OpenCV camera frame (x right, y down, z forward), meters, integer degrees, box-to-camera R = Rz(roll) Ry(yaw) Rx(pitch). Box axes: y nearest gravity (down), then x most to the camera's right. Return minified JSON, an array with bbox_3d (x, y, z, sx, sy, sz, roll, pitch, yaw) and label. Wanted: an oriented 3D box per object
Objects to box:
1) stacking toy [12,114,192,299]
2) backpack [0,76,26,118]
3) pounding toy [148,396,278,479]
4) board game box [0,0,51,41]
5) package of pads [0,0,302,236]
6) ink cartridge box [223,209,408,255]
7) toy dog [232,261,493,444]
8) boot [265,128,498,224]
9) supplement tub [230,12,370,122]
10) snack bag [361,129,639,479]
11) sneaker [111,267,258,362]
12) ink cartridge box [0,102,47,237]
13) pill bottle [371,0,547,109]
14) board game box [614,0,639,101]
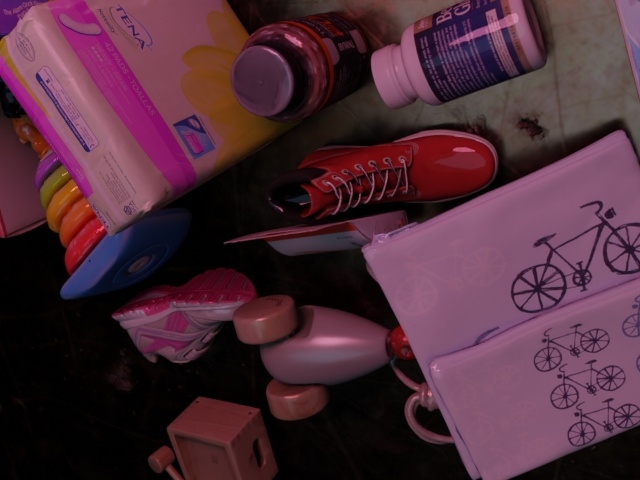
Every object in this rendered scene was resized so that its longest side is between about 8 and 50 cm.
[{"bbox_3d":[-0.344,-0.077,0.977,0.175,0.166,0.301,-45,78,22],"label":"stacking toy"},{"bbox_3d":[-0.379,-0.218,0.934,0.105,0.114,0.084,20,124,59],"label":"backpack"},{"bbox_3d":[-0.177,0.348,1.108,0.206,0.094,0.180,2,117,32],"label":"pounding toy"},{"bbox_3d":[-0.387,-0.260,0.790,0.234,0.347,0.078,-5,108,25],"label":"board game box"},{"bbox_3d":[-0.179,-0.170,0.767,0.101,0.296,0.229,-27,99,39],"label":"package of pads"},{"bbox_3d":[0.000,0.000,0.813,0.146,0.179,0.045,-7,96,39],"label":"ink cartridge box"},{"bbox_3d":[0.057,0.121,0.899,0.334,0.161,0.220,7,112,4],"label":"toy dog"},{"bbox_3d":[0.070,-0.064,0.774,0.245,0.176,0.088,-2,107,22],"label":"boot"},{"bbox_3d":[-0.022,-0.188,0.748,0.106,0.198,0.105,8,114,19],"label":"supplement tub"},{"bbox_3d":[0.258,0.084,0.766,0.323,0.037,0.342,-24,104,8],"label":"snack bag"},{"bbox_3d":[-0.186,0.118,1.013,0.252,0.103,0.111,-13,109,34],"label":"sneaker"},{"bbox_3d":[-0.580,-0.117,1.065,0.283,0.117,0.207,1,112,23],"label":"ink cartridge box"},{"bbox_3d":[0.144,-0.200,0.732,0.170,0.094,0.094,-16,104,28],"label":"pill bottle"},{"bbox_3d":[0.447,-0.311,0.581,0.390,0.050,0.389,-14,105,27],"label":"board game box"}]
